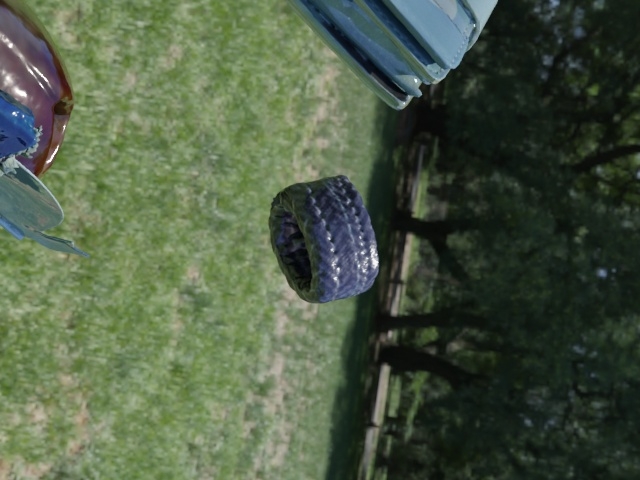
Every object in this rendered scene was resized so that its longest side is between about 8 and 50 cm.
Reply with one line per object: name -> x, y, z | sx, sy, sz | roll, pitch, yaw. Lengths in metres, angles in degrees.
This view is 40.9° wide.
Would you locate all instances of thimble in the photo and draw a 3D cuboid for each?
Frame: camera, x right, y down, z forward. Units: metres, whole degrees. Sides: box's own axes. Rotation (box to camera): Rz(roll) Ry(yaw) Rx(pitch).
thimble -> 0.000, 0.002, 0.740 | 0.095, 0.066, 0.104 | -35, -111, 64

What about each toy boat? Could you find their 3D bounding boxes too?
toy boat -> -0.261, -0.044, 0.620 | 0.291, 0.221, 0.067 | 67, 35, -58

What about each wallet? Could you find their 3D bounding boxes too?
wallet -> 0.064, -0.229, 0.694 | 0.075, 0.176, 0.250 | -34, -162, 42

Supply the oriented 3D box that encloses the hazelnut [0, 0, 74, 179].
hazelnut -> -0.539, -0.225, 1.120 | 0.402, 0.429, 0.402 | -38, -145, 34
